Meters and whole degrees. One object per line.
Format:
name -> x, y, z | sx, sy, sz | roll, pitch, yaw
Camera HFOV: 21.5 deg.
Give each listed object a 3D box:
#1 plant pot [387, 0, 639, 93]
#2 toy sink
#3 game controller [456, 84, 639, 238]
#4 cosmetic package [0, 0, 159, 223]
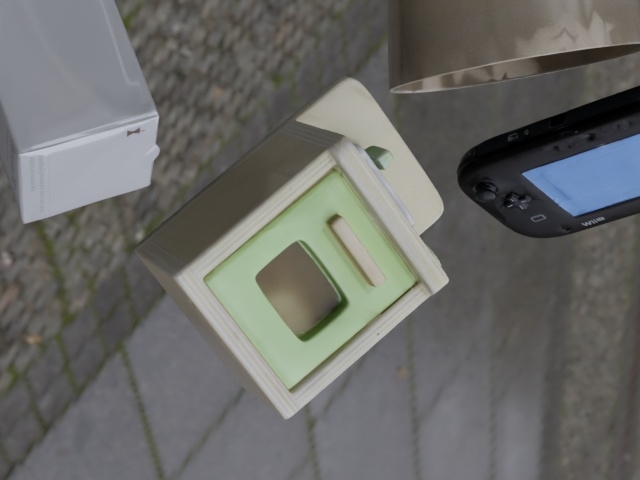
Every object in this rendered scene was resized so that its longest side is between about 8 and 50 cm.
plant pot -> 0.169, -0.297, 1.615 | 0.256, 0.256, 0.274 | -12, 92, -62
toy sink -> 0.000, 0.000, 1.333 | 0.234, 0.131, 0.153 | -40, 111, -11
game controller -> 0.295, -0.079, 1.636 | 0.166, 0.319, 0.067 | 42, 44, -36
cosmetic package -> -0.299, -0.229, 1.772 | 0.155, 0.365, 0.197 | -17, 161, -15
